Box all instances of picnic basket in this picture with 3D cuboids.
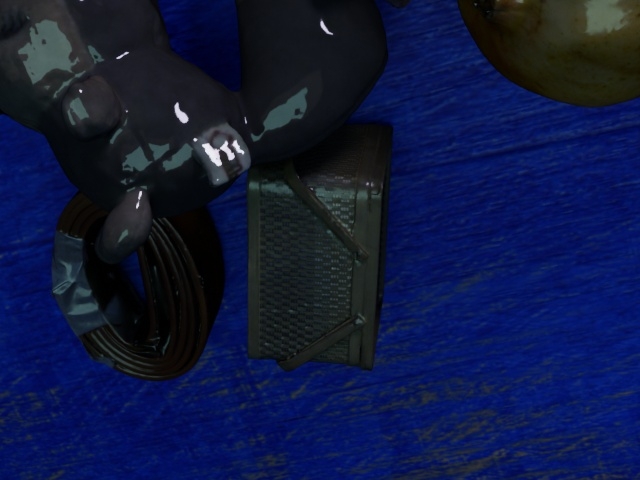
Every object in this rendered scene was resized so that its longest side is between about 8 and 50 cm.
[{"bbox_3d":[0.000,0.000,1.279,0.139,0.165,0.267,5,120,5],"label":"picnic basket"}]

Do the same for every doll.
[{"bbox_3d":[-0.168,-0.200,1.165,0.382,0.378,0.252,59,155,9],"label":"doll"}]

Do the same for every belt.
[{"bbox_3d":[-0.213,0.036,1.363,0.184,0.105,0.261,0,121,10],"label":"belt"}]

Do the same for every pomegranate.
[{"bbox_3d":[0.243,-0.249,1.043,0.264,0.264,0.264,3,121,5],"label":"pomegranate"}]

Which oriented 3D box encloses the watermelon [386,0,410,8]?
[{"bbox_3d":[0.082,-0.301,1.102,0.136,0.207,0.202,-1,141,39],"label":"watermelon"}]
